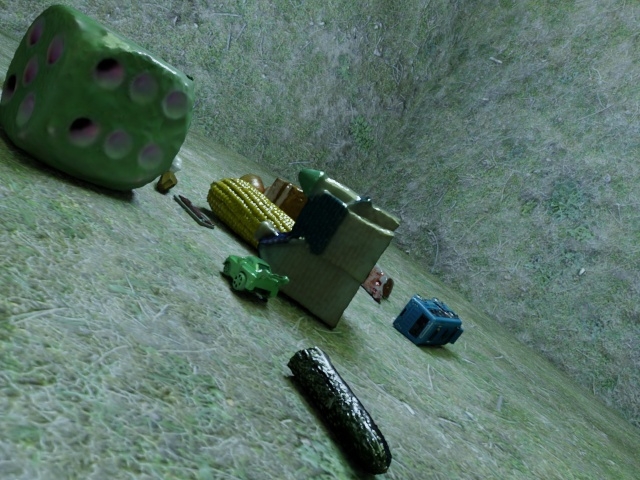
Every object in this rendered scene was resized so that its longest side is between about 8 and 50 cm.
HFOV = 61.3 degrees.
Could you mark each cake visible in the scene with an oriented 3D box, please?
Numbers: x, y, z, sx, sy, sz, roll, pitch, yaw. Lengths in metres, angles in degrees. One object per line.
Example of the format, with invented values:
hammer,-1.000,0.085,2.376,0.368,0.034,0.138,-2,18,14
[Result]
cake,-0.094,-0.075,1.768,0.199,0.196,0.293,29,4,-26

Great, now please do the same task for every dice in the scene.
dice,-0.509,-0.317,1.245,0.330,0.318,0.322,37,11,37

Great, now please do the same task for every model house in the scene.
model house,0.000,0.001,1.280,0.284,0.298,0.243,31,9,-4

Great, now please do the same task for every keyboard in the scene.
keyboard,-0.347,-0.082,1.476,0.166,0.017,0.055,39,11,39

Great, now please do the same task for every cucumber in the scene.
cucumber,0.034,0.253,0.798,0.067,0.067,0.245,24,14,-41

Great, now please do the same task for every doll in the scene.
doll,-0.525,-0.270,1.764,0.162,0.062,0.106,20,19,-51

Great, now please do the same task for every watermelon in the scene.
watermelon,0.190,0.140,1.848,0.121,0.097,0.158,33,13,14

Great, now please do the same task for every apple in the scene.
apple,-0.260,-0.185,2.037,0.126,0.102,0.126,162,-90,-88

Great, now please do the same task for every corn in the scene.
corn,-0.175,-0.057,1.527,0.387,0.143,0.144,34,9,28

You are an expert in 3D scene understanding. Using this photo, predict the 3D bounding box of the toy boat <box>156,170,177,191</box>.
toy boat,-0.441,-0.169,1.543,0.047,0.049,0.149,61,-3,-19

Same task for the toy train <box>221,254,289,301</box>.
toy train,-0.140,0.071,1.132,0.099,0.081,0.149,23,13,-41

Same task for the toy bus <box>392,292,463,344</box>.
toy bus,0.333,0.250,1.649,0.134,0.113,0.246,43,15,34

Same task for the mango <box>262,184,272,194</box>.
mango,-0.147,-0.124,2.006,0.138,0.113,0.253,40,-8,25
